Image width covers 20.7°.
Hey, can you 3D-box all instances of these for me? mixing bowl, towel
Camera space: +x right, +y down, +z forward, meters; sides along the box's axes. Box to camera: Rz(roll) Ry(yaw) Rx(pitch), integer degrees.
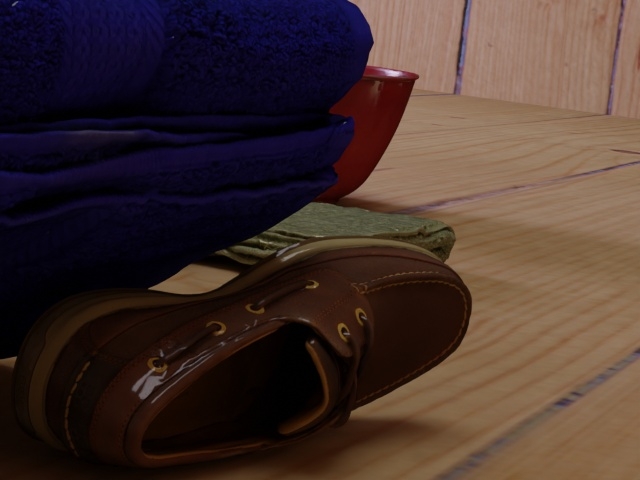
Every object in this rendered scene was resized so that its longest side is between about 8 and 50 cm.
[{"bbox_3d":[-0.025,-0.081,1.254,0.181,0.098,0.181,7,8,-1],"label":"mixing bowl"},{"bbox_3d":[0.000,0.000,0.970,0.110,0.027,0.148,10,10,30],"label":"towel"},{"bbox_3d":[-0.141,-0.001,0.498,0.227,0.076,0.308,-31,-14,31],"label":"towel"}]

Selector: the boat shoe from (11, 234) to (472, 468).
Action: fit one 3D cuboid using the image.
[{"bbox_3d":[-0.012,0.042,0.572,0.178,0.064,0.060,-11,26,-41],"label":"boat shoe"}]
